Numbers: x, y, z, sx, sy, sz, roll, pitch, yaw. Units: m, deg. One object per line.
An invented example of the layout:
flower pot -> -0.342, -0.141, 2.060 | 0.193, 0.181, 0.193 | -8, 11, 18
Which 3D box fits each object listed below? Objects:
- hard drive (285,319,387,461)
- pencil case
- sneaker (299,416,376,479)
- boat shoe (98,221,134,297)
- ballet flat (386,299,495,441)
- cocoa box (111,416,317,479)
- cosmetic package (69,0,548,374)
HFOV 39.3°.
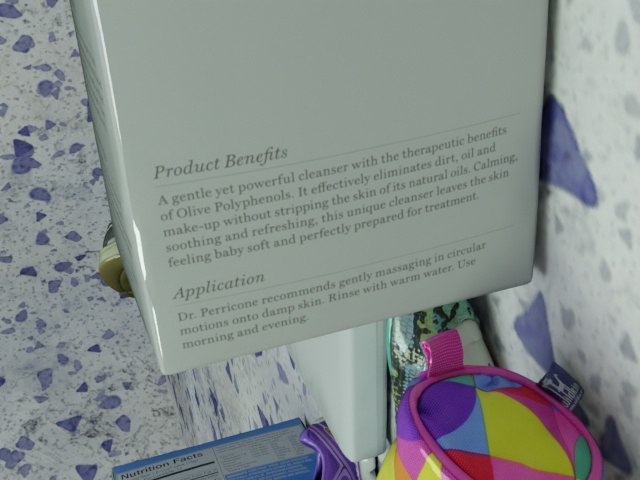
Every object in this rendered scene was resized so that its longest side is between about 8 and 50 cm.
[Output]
hard drive -> 0.000, 0.000, 0.730 | 0.203, 0.040, 0.307 | -125, 26, -52
pencil case -> 0.055, 0.162, 0.456 | 0.104, 0.105, 0.236 | 60, 141, 45
sneaker -> 0.020, 0.241, 0.801 | 0.068, 0.071, 0.169 | 141, 114, -73
boat shoe -> -0.074, 0.003, 0.620 | 0.224, 0.080, 0.073 | 19, -121, -61
ballet flat -> 0.077, 0.095, 0.531 | 0.070, 0.070, 0.188 | -124, 24, -51
cocoa box -> -0.076, 0.414, 0.973 | 0.228, 0.232, 0.346 | -134, 34, -62
cosmetic package -> -0.016, -0.147, 0.385 | 0.155, 0.197, 0.365 | -128, 31, -58
